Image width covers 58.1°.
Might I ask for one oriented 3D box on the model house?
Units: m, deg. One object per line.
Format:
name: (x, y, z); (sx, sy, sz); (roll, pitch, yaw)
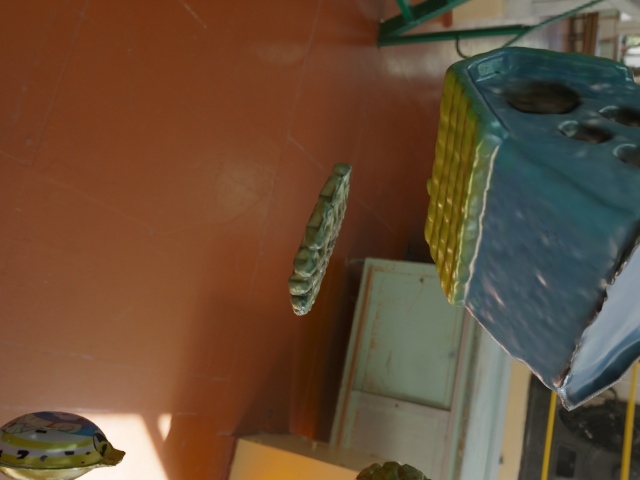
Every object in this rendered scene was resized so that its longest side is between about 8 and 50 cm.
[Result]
model house: (0.219, -0.032, 0.561); (0.215, 0.303, 0.237); (-27, 138, -24)

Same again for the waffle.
waffle: (0.000, 0.000, 1.168); (0.292, 0.056, 0.310); (87, 23, -74)

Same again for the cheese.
cheese: (-0.359, 0.237, 0.679); (0.156, 0.249, 0.064); (134, -36, -85)

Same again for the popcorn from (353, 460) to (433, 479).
popcorn: (0.079, 0.317, 0.633); (0.162, 0.141, 0.136); (-7, 102, -60)
